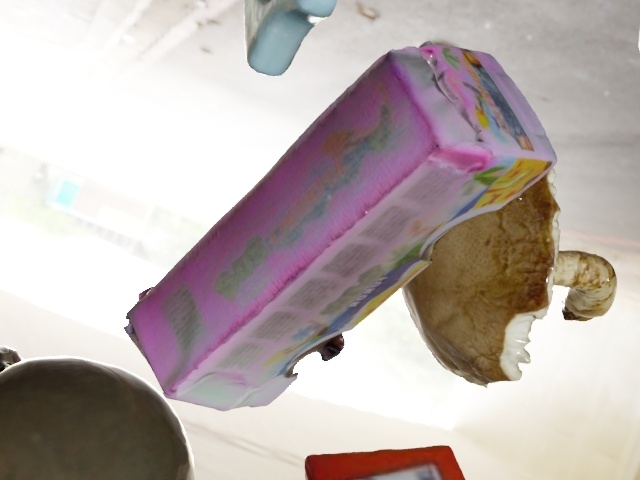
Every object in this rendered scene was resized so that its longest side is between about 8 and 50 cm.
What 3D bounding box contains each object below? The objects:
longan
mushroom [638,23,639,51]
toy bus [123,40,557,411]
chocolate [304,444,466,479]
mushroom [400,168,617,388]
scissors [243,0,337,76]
[{"bbox_3d":[-0.228,0.216,0.891,0.300,0.300,0.243,21,175,24],"label":"longan"},{"bbox_3d":[0.352,-0.220,0.765,0.128,0.350,0.128,49,180,0],"label":"mushroom"},{"bbox_3d":[0.000,0.001,0.688,0.112,0.274,0.090,0,-126,-49],"label":"toy bus"},{"bbox_3d":[0.078,0.278,0.749,0.237,0.108,0.235,-111,6,-46],"label":"chocolate"},{"bbox_3d":[0.199,-0.001,1.146,0.301,0.233,0.208,-26,-105,-46],"label":"mushroom"},{"bbox_3d":[0.032,-0.245,0.458,0.029,0.360,0.191,16,-155,-19],"label":"scissors"}]
